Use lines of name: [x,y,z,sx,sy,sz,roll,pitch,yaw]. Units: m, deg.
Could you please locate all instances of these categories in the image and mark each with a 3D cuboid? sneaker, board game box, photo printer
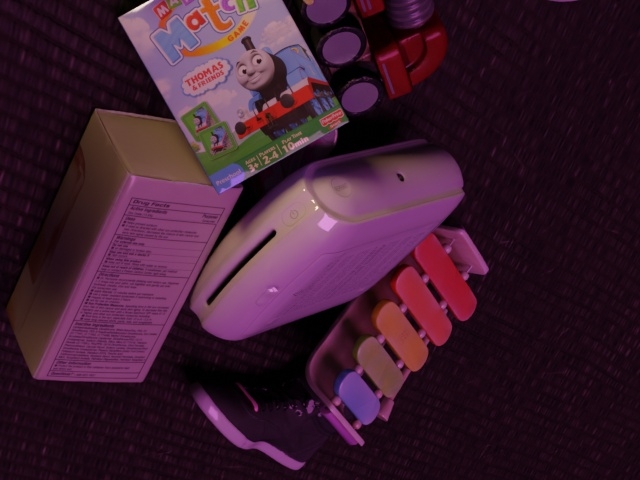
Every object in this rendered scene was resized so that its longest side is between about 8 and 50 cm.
sneaker: [-0.059,0.212,2.030,0.147,0.104,0.296,-43,145,8]
board game box: [-0.090,-0.178,1.562,0.160,0.039,0.211,-29,97,1]
photo printer: [0.000,0.000,1.751,0.307,0.107,0.256,-17,157,-52]
sneaker: [-0.041,-0.143,1.699,0.111,0.103,0.252,-25,147,-13]

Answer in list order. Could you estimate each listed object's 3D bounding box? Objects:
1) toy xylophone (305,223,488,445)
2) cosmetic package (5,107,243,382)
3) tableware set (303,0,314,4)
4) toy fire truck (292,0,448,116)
toy xylophone: [0.108,0.127,2.011,0.322,0.081,0.236,-58,142,-7]
cosmetic package: [-0.228,0.012,1.693,0.153,0.129,0.296,8,125,-37]
tableware set: [-0.021,-0.346,1.470,0.128,0.194,0.039,-39,-179,21]
toy fire truck: [0.091,-0.288,1.623,0.246,0.158,0.217,-22,139,1]
